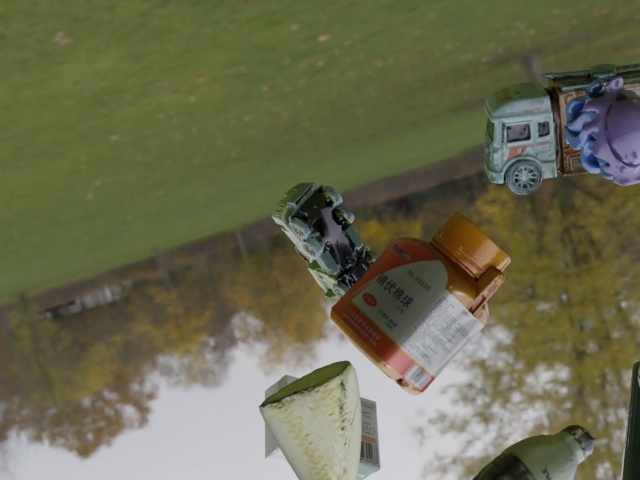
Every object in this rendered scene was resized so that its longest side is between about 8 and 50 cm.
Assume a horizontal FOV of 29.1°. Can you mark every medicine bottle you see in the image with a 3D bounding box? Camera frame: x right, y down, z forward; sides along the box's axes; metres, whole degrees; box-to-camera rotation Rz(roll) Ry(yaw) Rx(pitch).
[{"bbox_3d":[0.140,0.075,1.631,0.222,0.112,0.149,-48,-137,0],"label":"medicine bottle"}]

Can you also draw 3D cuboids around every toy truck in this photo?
[{"bbox_3d":[0.394,-0.177,1.842,0.305,0.162,0.136,-8,-160,3],"label":"toy truck"},{"bbox_3d":[0.000,0.000,1.784,0.085,0.191,0.116,-47,-148,-20],"label":"toy truck"}]

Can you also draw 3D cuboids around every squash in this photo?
[{"bbox_3d":[0.042,0.319,1.892,0.169,0.252,0.093,-26,-172,29],"label":"squash"}]

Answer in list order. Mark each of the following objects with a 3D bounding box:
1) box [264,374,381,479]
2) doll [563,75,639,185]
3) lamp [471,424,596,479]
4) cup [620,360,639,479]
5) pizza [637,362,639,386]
[{"bbox_3d":[0.003,0.327,2.125,0.199,0.135,0.081,23,136,-28],"label":"box"},{"bbox_3d":[0.295,-0.113,1.258,0.067,0.110,0.206,-16,-170,-11],"label":"doll"},{"bbox_3d":[0.275,0.338,1.711,0.250,0.101,0.101,-32,-176,-15],"label":"lamp"},{"bbox_3d":[0.692,0.371,2.199,0.308,0.292,0.242,6,169,-1],"label":"cup"},{"bbox_3d":[0.485,0.086,1.597,0.114,0.278,0.409,19,168,19],"label":"pizza"}]
